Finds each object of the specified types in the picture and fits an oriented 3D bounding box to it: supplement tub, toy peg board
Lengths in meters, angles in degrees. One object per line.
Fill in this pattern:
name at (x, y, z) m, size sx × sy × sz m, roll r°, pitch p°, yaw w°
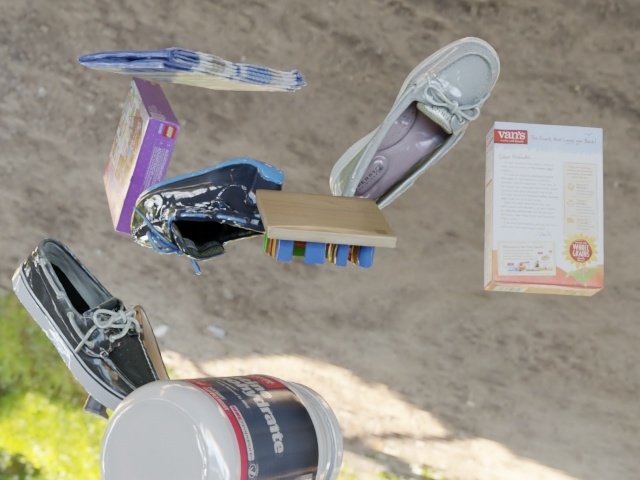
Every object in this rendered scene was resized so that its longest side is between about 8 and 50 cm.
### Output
supplement tub at (-0.112, 0.258, 1.429) m, size 0.191 × 0.191 × 0.272 m, roll 2°, pitch 178°, yaw 32°
toy peg board at (0.000, 0.000, 1.531) m, size 0.161 × 0.079 × 0.160 m, roll 4°, pitch -161°, yaw -11°

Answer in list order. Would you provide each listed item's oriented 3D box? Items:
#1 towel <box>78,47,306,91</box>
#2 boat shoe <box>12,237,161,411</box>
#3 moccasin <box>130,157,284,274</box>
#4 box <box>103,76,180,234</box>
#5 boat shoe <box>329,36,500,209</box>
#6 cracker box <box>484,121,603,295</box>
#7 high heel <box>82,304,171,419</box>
towel at (-0.188, -0.255, 1.781) m, size 0.209 × 0.034 × 0.285 m, roll 7°, pitch -177°, yaw 42°
boat shoe at (-0.320, 0.125, 1.737) m, size 0.306 × 0.113 × 0.105 m, roll 51°, pitch 124°, yaw 12°
moccasin at (-0.186, -0.027, 1.741) m, size 0.138 × 0.116 × 0.342 m, roll 16°, pitch 158°, yaw -30°
box at (-0.312, -0.150, 2.045) m, size 0.057 × 0.201 × 0.293 m, roll 14°, pitch -163°, yaw -19°
boat shoe at (0.140, -0.155, 1.720) m, size 0.320 × 0.103 × 0.118 m, roll -43°, pitch 113°, yaw 14°
cracker box at (0.311, -0.044, 1.659) m, size 0.156 × 0.232 × 0.067 m, roll 4°, pitch 167°, yaw -2°
high heel at (-0.222, 0.205, 1.827) m, size 0.261 × 0.186 × 0.093 m, roll 13°, pitch 161°, yaw 14°
